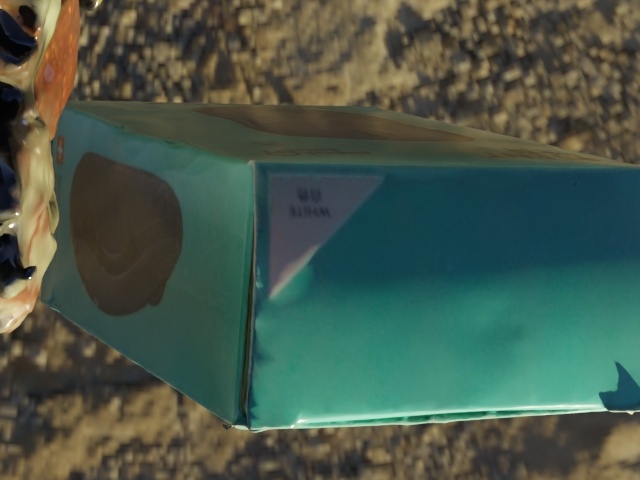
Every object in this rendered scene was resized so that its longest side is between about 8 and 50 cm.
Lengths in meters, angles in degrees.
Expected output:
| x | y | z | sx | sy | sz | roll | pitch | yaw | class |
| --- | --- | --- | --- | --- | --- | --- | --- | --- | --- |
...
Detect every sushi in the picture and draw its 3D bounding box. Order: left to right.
| x | y | z | sx | sy | sz | roll | pitch | yaw | class |
| --- | --- | --- | --- | --- | --- | --- | --- | --- | --- |
| -0.095 | -0.066 | 0.605 | 0.059 | 0.294 | 0.292 | 11 | 160 | -6 | sushi |

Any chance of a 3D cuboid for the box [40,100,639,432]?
| x | y | z | sx | sy | sz | roll | pitch | yaw | class |
| --- | --- | --- | --- | --- | --- | --- | --- | --- | --- |
| 0.000 | 0.000 | 0.957 | 0.205 | 0.311 | 0.118 | -2 | 100 | -23 | box |
